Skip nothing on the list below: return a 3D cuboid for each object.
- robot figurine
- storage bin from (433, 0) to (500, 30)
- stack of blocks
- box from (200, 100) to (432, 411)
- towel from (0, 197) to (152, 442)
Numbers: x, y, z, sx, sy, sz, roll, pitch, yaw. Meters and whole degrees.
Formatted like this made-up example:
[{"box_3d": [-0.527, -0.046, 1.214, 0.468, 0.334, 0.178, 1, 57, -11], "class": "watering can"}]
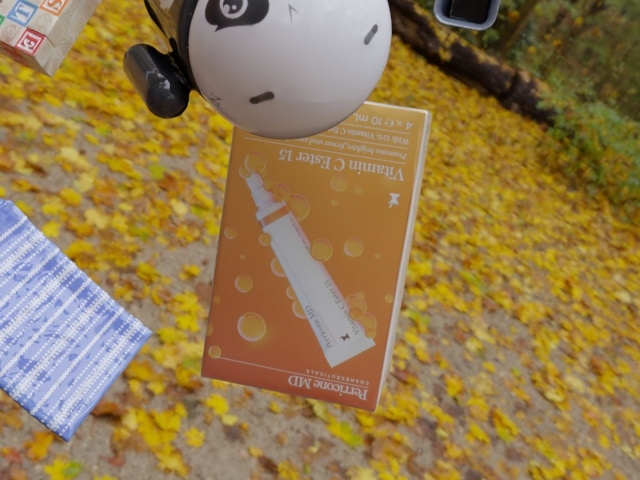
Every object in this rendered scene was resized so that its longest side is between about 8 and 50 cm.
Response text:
[{"box_3d": [-0.055, -0.203, 0.688, 0.174, 0.209, 0.278, 6, 31, -32], "class": "robot figurine"}, {"box_3d": [0.205, -0.359, 1.113, 0.098, 0.135, 0.091, 13, 12, 9], "class": "storage bin"}, {"box_3d": [-0.497, -0.468, 1.469, 0.171, 0.297, 0.087, 26, -12, 10], "class": "stack of blocks"}, {"box_3d": [0.000, 0.000, 0.974, 0.215, 0.345, 0.168, 10, 9, 8], "class": "box"}, {"box_3d": [-0.444, 0.114, 1.251, 0.336, 0.040, 0.243, 45, 44, -12], "class": "towel"}]
